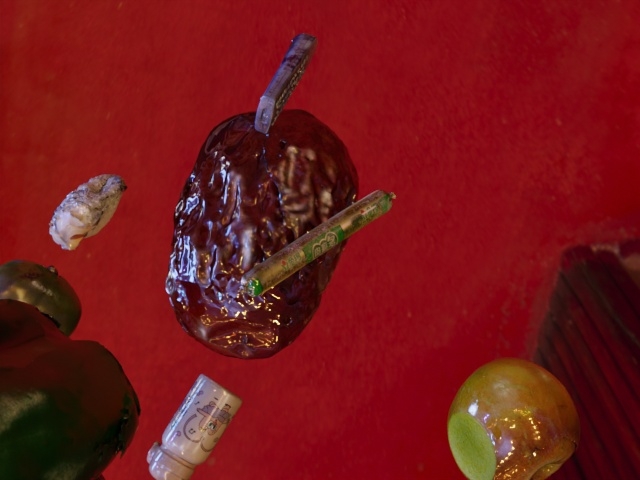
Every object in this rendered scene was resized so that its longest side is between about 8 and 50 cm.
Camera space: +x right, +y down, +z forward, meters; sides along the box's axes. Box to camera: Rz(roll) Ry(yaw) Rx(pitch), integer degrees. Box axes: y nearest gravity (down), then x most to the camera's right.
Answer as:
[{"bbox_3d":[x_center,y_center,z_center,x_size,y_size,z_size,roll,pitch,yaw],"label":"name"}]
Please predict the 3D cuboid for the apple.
[{"bbox_3d":[0.234,0.225,1.315,0.146,0.147,0.163,-19,147,-30],"label":"apple"}]

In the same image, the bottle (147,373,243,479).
[{"bbox_3d":[-0.243,0.356,1.997,0.110,0.097,0.209,29,81,28],"label":"bottle"}]

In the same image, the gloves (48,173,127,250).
[{"bbox_3d":[-0.363,-0.058,1.702,0.070,0.153,0.114,43,131,0],"label":"gloves"}]

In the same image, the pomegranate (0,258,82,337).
[{"bbox_3d":[-0.452,0.111,1.600,0.152,0.131,0.191,39,129,-23],"label":"pomegranate"}]

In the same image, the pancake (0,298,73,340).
[{"bbox_3d":[-0.397,0.154,1.407,0.253,0.253,0.037,30,104,-15],"label":"pancake"}]

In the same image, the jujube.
[{"bbox_3d":[-0.084,-0.022,1.514,0.258,0.377,0.258,11,141,10],"label":"jujube"}]

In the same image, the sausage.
[{"bbox_3d":[0.000,0.000,1.301,0.269,0.032,0.033,-33,119,-34],"label":"sausage"}]

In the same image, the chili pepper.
[{"bbox_3d":[-0.264,0.160,0.758,0.248,0.256,0.233,46,119,9],"label":"chili pepper"}]

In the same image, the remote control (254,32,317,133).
[{"bbox_3d":[-0.035,-0.166,1.098,0.027,0.152,0.043,24,131,-2],"label":"remote control"}]
